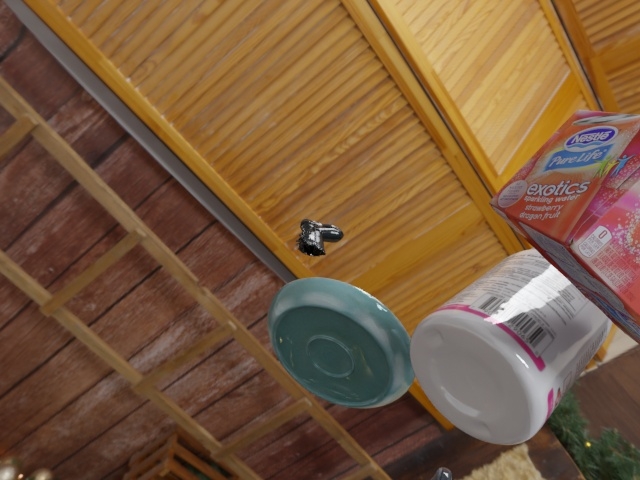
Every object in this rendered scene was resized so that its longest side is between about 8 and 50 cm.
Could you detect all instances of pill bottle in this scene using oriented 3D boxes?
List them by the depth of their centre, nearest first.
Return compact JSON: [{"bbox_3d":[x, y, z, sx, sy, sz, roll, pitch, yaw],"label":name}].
[{"bbox_3d":[0.261,0.107,0.541,0.283,0.160,0.160,-24,10,-35],"label":"pill bottle"}]

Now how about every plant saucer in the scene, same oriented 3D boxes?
[{"bbox_3d":[0.025,0.216,0.823,0.318,0.317,0.043,-24,16,37],"label":"plant saucer"}]

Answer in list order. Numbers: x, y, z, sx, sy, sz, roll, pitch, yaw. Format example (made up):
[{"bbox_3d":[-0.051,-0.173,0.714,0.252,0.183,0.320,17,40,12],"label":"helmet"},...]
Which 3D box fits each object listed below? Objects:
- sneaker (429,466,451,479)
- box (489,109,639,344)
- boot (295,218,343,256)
[{"bbox_3d":[0.182,0.535,0.831,0.083,0.098,0.223,-4,-67,-68],"label":"sneaker"},{"bbox_3d":[0.302,0.014,0.383,0.122,0.257,0.128,-49,17,12],"label":"box"},{"bbox_3d":[0.001,0.000,1.014,0.099,0.121,0.045,-93,25,-52],"label":"boot"}]
